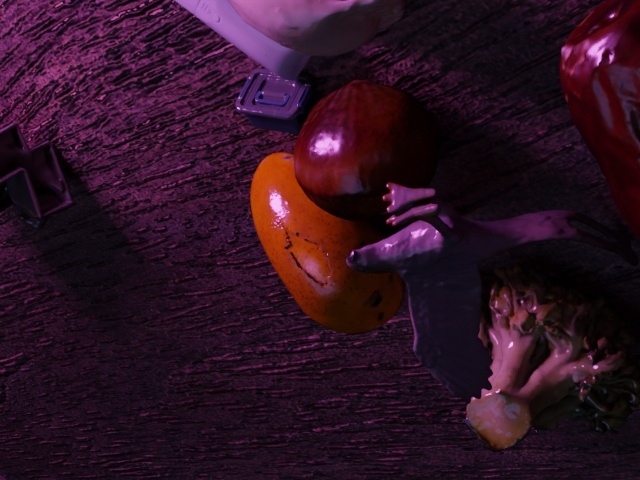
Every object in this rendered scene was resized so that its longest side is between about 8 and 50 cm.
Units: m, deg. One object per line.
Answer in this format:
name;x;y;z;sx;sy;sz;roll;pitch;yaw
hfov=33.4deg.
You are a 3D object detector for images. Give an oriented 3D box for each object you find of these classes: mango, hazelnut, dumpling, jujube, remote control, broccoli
mango;0.000;0.000;1.487;0.160;0.191;0.290;-37;82;10
hazelnut;0.048;-0.114;1.349;0.178;0.178;0.204;45;170;-19
dumpling;-0.017;-0.278;1.230;0.252;0.131;0.179;10;-176;18
jujube;0.380;-0.106;1.075;0.318;0.223;0.223;47;142;-14
remote control;-0.138;-0.308;1.343;0.293;0.051;0.103;36;146;-4
broccoli;0.275;0.165;1.442;0.288;0.245;0.248;-19;102;34

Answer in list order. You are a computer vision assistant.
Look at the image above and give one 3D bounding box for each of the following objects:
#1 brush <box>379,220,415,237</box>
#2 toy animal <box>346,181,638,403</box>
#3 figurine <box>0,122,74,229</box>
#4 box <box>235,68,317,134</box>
brush;0.087;-0.005;1.560;0.266;0.027;0.062;-21;106;48
toy animal;0.200;0.016;1.287;0.284;0.225;0.302;-28;141;22
figurine;-0.590;-0.101;1.827;0.285;0.167;0.342;-6;135;37
box;-0.055;-0.181;1.420;0.099;0.074;0.054;12;151;27
